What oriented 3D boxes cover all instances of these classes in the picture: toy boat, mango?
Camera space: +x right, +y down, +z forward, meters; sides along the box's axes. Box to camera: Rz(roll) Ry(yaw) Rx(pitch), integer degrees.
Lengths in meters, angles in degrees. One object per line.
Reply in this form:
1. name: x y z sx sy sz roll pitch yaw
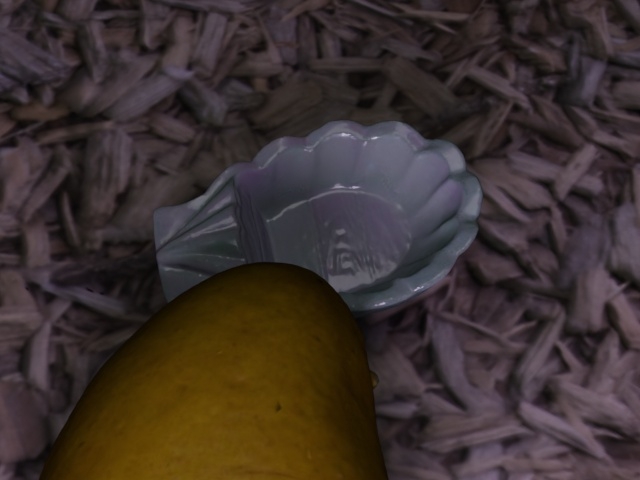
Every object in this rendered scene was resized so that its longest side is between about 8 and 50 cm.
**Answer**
1. toy boat: 0.000 0.000 1.703 0.290 0.100 0.199 -9 55 -3
2. mango: -0.075 0.208 1.486 0.301 0.220 0.445 6 62 20
